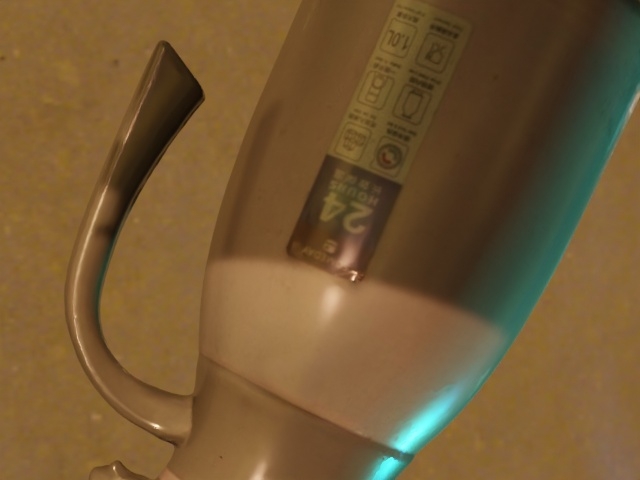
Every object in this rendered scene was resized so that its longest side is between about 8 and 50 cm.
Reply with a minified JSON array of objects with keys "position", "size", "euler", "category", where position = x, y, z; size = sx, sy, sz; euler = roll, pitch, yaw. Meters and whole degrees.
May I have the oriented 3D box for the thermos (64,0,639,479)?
[{"position":[0.000,0.000,0.452],"size":[0.105,0.137,0.193],"euler":[179,-64,-86],"category":"thermos"}]
